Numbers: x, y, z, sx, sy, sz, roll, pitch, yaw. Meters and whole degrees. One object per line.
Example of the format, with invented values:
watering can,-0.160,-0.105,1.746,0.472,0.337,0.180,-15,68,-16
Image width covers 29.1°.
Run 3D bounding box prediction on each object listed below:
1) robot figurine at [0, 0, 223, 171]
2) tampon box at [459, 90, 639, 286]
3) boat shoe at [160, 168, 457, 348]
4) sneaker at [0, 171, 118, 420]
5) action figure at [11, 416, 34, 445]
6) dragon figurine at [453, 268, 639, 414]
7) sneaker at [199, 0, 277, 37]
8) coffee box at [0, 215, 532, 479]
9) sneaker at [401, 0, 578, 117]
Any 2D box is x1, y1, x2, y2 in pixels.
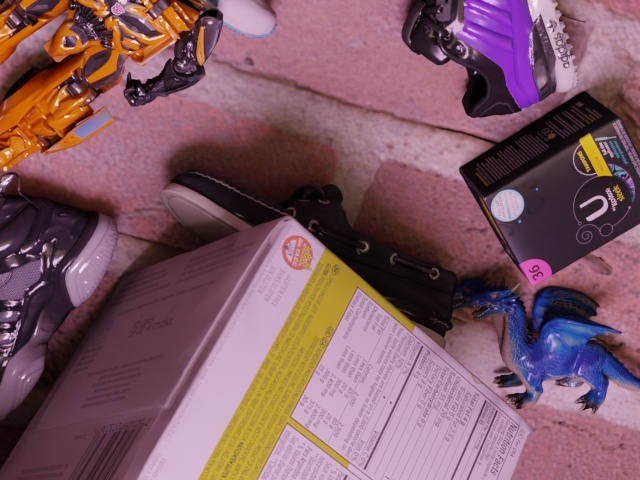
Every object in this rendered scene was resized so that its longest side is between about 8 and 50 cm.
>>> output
robot figurine,-0.231,-0.183,1.119,0.291,0.085,0.211,-28,116,28
tampon box,0.250,-0.055,1.288,0.161,0.101,0.120,-32,113,4
boat shoe,0.002,0.000,1.266,0.340,0.127,0.113,29,75,-12
sneaker,-0.330,0.059,1.237,0.153,0.101,0.269,32,97,-19
action figure,-0.272,0.262,1.306,0.275,0.141,0.164,-19,94,-39
dragon figurine,0.276,0.109,1.368,0.289,0.085,0.144,5,111,-10
sneaker,-0.114,-0.281,1.143,0.092,0.087,0.228,-44,114,6
coffee box,-0.073,0.236,1.154,0.334,0.337,0.338,40,60,-21
sneaker,0.138,-0.243,1.193,0.146,0.102,0.293,-26,114,2
